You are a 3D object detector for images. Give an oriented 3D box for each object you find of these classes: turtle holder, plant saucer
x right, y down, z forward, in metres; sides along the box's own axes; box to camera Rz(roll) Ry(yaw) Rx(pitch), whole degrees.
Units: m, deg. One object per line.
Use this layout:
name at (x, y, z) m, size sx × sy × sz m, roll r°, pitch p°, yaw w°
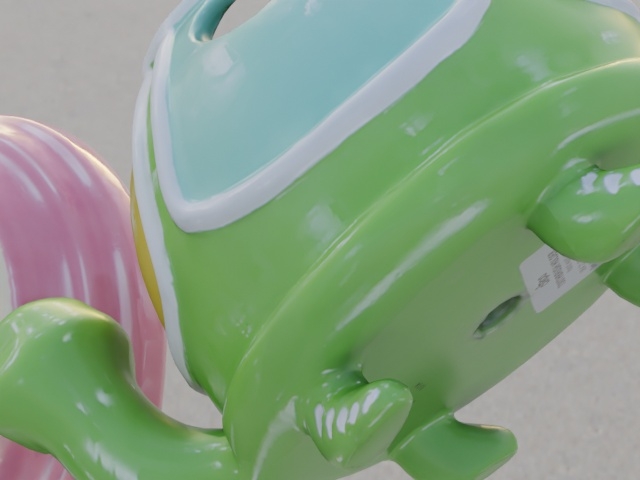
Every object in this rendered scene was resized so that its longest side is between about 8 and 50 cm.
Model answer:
turtle holder at (0.015, -0.005, 0.648) m, size 0.243 × 0.320 × 0.227 m, roll -6°, pitch 51°, yaw -53°
plant saucer at (-0.239, 0.079, 0.847) m, size 0.332 × 0.332 × 0.084 m, roll 32°, pitch 10°, yaw 37°
